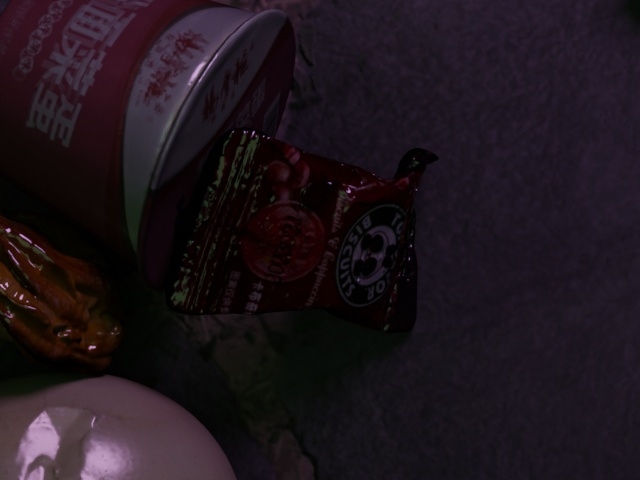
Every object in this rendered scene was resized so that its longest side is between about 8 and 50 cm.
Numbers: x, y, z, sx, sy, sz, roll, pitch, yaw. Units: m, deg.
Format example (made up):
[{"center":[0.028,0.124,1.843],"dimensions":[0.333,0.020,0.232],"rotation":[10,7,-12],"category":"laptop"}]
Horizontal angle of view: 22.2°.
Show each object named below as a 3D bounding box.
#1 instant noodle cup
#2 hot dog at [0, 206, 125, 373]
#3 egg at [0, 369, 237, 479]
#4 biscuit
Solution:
[{"center":[-0.149,-0.100,1.252],"dimensions":[0.178,0.235,0.235],"rotation":[25,93,13],"category":"instant noodle cup"},{"center":[-0.269,0.011,1.266],"dimensions":[0.259,0.175,0.114],"rotation":[20,88,29],"category":"hot dog"},{"center":[-0.195,0.208,1.257],"dimensions":[0.269,0.219,0.219],"rotation":[-1,91,3],"category":"egg"},{"center":[0.001,-0.006,1.253],"dimensions":[0.063,0.235,0.151],"rotation":[30,108,45],"category":"biscuit"}]
